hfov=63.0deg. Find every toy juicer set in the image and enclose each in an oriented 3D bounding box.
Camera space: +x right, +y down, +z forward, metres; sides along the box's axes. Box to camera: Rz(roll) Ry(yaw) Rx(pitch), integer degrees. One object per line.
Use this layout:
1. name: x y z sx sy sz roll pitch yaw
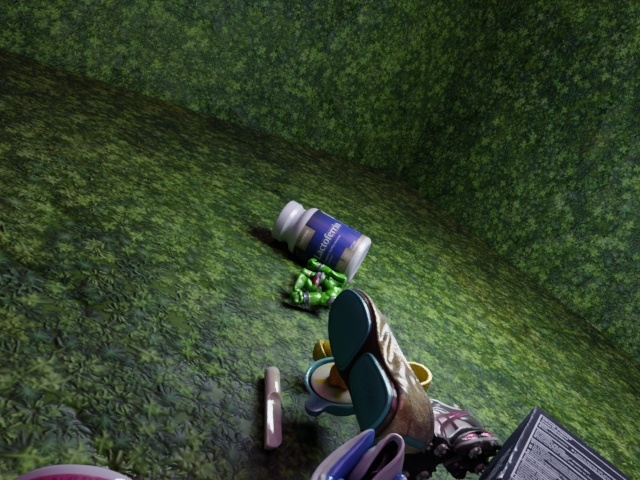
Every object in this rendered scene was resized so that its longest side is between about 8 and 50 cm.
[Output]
1. toy juicer set: 0.019 0.240 0.951 0.328 0.090 0.209 -7 27 -26

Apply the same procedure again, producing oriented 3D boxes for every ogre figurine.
1. ogre figurine: 0.000 0.114 1.329 0.118 0.097 0.197 17 8 7

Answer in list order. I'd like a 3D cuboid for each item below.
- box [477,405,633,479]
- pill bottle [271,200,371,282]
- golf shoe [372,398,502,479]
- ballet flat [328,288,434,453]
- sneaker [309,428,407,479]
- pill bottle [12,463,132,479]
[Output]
1. box: 0.391 0.468 0.818 0.296 0.183 0.294 38 24 24
2. pill bottle: 0.000 0.000 1.521 0.264 0.153 0.153 29 20 9
3. golf shoe: 0.172 0.327 0.870 0.272 0.105 0.120 18 22 -34
4. ballet flat: 0.092 0.201 0.838 0.123 0.123 0.348 20 18 -17
5. sneaker: 0.081 0.340 0.668 0.322 0.236 0.130 4 30 -46
6. pill bottle: -0.226 0.339 0.403 0.160 0.160 0.283 20 21 -18
